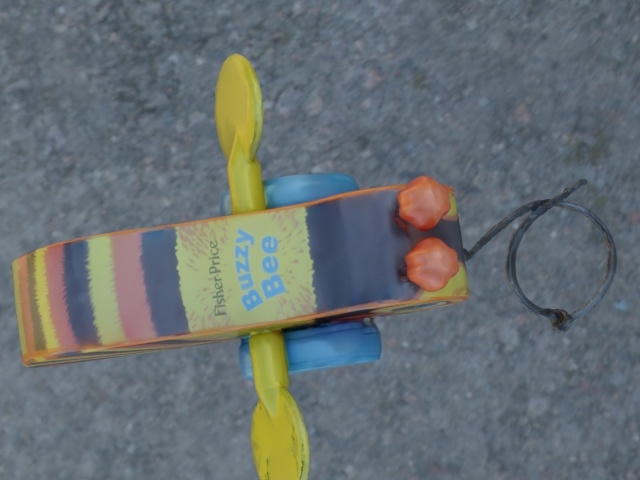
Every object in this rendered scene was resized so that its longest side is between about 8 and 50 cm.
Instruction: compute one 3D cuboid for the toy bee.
[{"bbox_3d":[0.000,0.000,0.595,0.298,0.162,0.195,-28,85,-8],"label":"toy bee"}]
